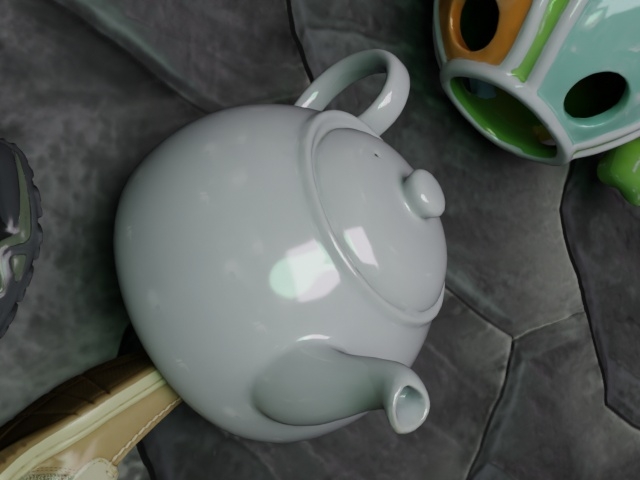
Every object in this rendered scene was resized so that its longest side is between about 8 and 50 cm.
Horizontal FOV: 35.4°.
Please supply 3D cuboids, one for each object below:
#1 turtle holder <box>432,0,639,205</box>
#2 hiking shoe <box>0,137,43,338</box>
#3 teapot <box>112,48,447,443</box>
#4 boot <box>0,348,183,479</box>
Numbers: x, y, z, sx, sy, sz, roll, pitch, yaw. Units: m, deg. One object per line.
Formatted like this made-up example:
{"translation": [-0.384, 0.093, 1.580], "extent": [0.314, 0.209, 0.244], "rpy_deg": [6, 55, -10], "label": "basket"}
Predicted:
{"translation": [0.228, -0.182, 0.907], "extent": [0.227, 0.243, 0.320], "rpy_deg": [-57, 155, -10], "label": "turtle holder"}
{"translation": [-0.249, 0.032, 0.609], "extent": [0.114, 0.086, 0.227], "rpy_deg": [24, 71, -33], "label": "hiking shoe"}
{"translation": [0.000, 0.000, 0.681], "extent": [0.252, 0.187, 0.256], "rpy_deg": [-16, 78, -62], "label": "teapot"}
{"translation": [-0.150, 0.212, 0.645], "extent": [0.262, 0.095, 0.203], "rpy_deg": [-40, 105, -30], "label": "boot"}
